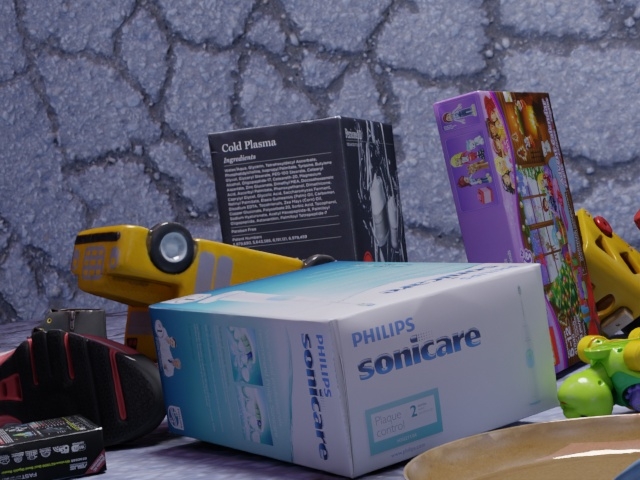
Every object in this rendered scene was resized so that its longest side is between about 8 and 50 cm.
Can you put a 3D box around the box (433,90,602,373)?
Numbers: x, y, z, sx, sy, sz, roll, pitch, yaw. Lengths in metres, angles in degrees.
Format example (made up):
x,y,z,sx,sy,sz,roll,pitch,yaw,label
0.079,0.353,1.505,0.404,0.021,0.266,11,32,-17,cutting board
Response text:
x,y,z,sx,sy,sz,roll,pitch,yaw,label
0.213,-0.009,1.367,0.057,0.293,0.201,-13,-1,30,box

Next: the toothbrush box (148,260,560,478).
x,y,z,sx,sy,sz,roll,pitch,yaw,label
0.021,0.096,1.114,0.216,0.126,0.296,-13,6,-34,toothbrush box

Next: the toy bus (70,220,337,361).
x,y,z,sx,sy,sz,roll,pitch,yaw,label
-0.083,0.068,1.310,0.333,0.130,0.108,13,-9,-35,toy bus

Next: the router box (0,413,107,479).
x,y,z,sx,sy,sz,roll,pitch,yaw,label
-0.242,0.182,1.133,0.092,0.038,0.122,-7,1,-19,router box

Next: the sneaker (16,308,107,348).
x,y,z,sx,sy,sz,roll,pitch,yaw,label
-0.357,0.145,1.584,0.222,0.118,0.083,-7,1,-2,sneaker

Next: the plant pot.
x,y,z,sx,sy,sz,roll,pitch,yaw,label
0.169,0.142,0.794,0.236,0.032,0.236,-7,1,0,plant pot

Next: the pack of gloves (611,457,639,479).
x,y,z,sx,sy,sz,roll,pitch,yaw,label
0.219,0.102,0.487,0.195,0.046,0.232,6,-26,-6,pack of gloves

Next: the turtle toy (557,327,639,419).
x,y,z,sx,sy,sz,roll,pitch,yaw,label
0.247,0.109,1.043,0.130,0.066,0.095,-8,2,-19,turtle toy

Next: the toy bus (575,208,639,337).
x,y,z,sx,sy,sz,roll,pitch,yaw,label
0.335,0.061,1.524,0.202,0.190,0.104,-2,37,5,toy bus

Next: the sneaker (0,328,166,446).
x,y,z,sx,sy,sz,roll,pitch,yaw,label
-0.266,0.144,1.306,0.314,0.115,0.136,-5,-1,29,sneaker

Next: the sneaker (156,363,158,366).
x,y,z,sx,sy,sz,roll,pitch,yaw,label
-0.152,0.148,1.517,0.217,0.079,0.121,-20,13,-41,sneaker

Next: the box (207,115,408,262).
x,y,z,sx,sy,sz,roll,pitch,yaw,label
0.000,0.000,1.765,0.179,0.312,0.343,-7,2,14,box
